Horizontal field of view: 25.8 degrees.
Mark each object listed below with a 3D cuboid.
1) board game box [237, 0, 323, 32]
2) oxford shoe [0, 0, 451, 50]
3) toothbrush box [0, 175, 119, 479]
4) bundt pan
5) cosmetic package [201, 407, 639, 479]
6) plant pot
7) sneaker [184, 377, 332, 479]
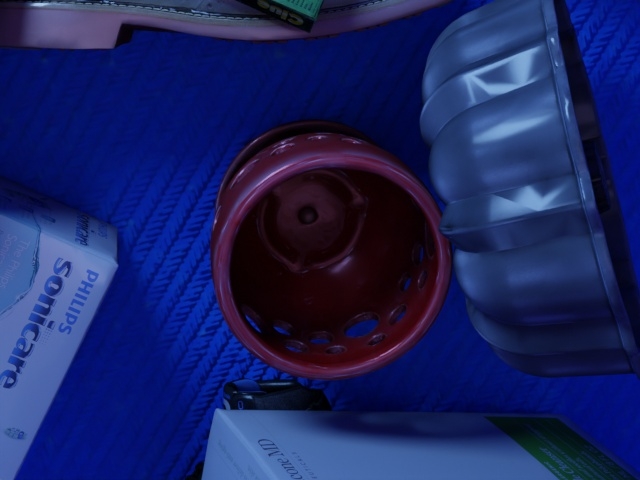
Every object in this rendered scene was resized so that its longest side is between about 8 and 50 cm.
[{"bbox_3d":[-0.021,-0.297,1.070,0.136,0.030,0.260,24,71,-5],"label":"board game box"},{"bbox_3d":[-0.080,-0.229,1.104,0.397,0.140,0.146,-4,101,-8],"label":"oxford shoe"},{"bbox_3d":[-0.341,0.037,1.148,0.295,0.126,0.216,24,101,-13],"label":"toothbrush box"},{"bbox_3d":[0.166,-0.038,1.112,0.124,0.331,0.331,-14,109,14],"label":"bundt pan"},{"bbox_3d":[0.093,0.251,1.193,0.365,0.197,0.155,5,107,-28],"label":"cosmetic package"},{"bbox_3d":[0.000,0.000,1.161,0.191,0.174,0.191,-2,106,-8],"label":"plant pot"},{"bbox_3d":[-0.089,0.194,1.263,0.217,0.079,0.121,-24,105,-9],"label":"sneaker"}]
